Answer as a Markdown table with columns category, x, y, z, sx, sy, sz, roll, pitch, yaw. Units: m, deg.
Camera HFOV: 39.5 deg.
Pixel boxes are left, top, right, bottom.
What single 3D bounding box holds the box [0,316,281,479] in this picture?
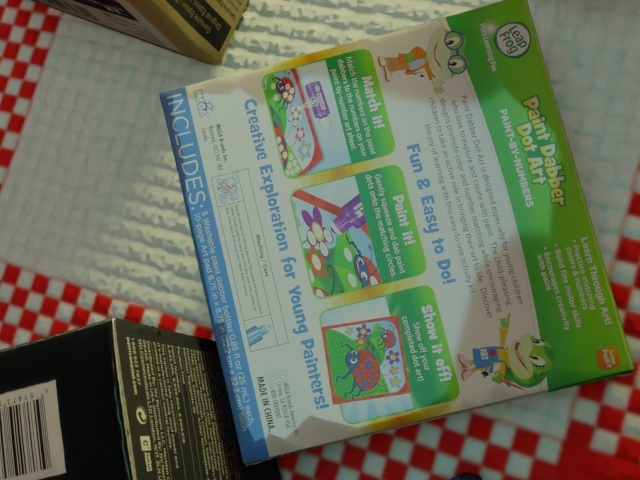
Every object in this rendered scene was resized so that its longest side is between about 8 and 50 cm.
| category | x | y | z | sx | sy | sz | roll | pitch | yaw |
| --- | --- | --- | --- | --- | --- | --- | --- | --- | --- |
| box | -0.135 | 0.129 | 0.570 | 0.153 | 0.207 | 0.108 | -17 | 73 | 17 |

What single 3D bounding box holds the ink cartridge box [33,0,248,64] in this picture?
| category | x | y | z | sx | sy | sz | roll | pitch | yaw |
| --- | --- | --- | --- | --- | --- | --- | --- | --- | --- |
| ink cartridge box | -0.193 | -0.236 | 0.673 | 0.235 | 0.193 | 0.088 | 23 | 87 | 22 |

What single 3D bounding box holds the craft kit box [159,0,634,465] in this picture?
| category | x | y | z | sx | sy | sz | roll | pitch | yaw |
| --- | --- | --- | --- | --- | --- | --- | --- | --- | --- |
| craft kit box | 0.044 | -0.007 | 0.578 | 0.247 | 0.061 | 0.249 | -14 | 81 | 6 |

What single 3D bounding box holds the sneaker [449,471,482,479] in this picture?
| category | x | y | z | sx | sy | sz | roll | pitch | yaw |
| --- | --- | --- | --- | --- | --- | --- | --- | --- | --- |
| sneaker | 0.060 | 0.247 | 0.552 | 0.082 | 0.069 | 0.209 | 4 | 81 | 24 |
